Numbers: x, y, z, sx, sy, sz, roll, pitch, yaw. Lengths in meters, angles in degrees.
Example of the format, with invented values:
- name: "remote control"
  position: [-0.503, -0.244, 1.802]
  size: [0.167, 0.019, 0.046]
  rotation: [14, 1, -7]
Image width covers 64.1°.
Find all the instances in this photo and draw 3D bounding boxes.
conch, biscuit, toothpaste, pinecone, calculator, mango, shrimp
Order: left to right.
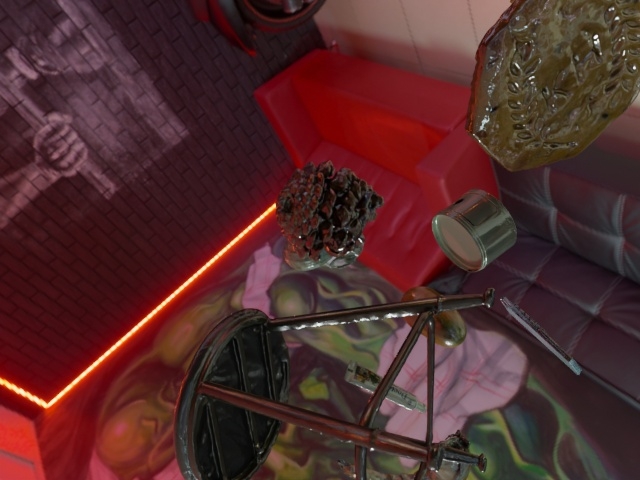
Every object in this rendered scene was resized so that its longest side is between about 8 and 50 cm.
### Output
- name: "conch"
  position: [0.000, 0.000, 1.391]
  size: [0.277, 0.220, 0.195]
  rotation: [58, -171, -40]
- name: "pinecone"
  position: [0.017, -0.050, 0.970]
  size: [0.204, 0.184, 0.179]
  rotation: [22, -167, -45]
- name: "toothpaste"
  position: [0.183, 0.414, 1.417]
  size: [0.255, 0.067, 0.037]
  rotation: [29, 140, -5]
- name: "shrimp"
  position: [0.198, 0.505, 1.112]
  size: [0.068, 0.286, 0.185]
  rotation: [-73, -34, -54]
- name: "mango"
  position: [0.308, 0.210, 1.379]
  size: [0.151, 0.120, 0.221]
  rotation: [36, -177, -46]
- name: "calculator"
  position: [0.369, 0.157, 0.862]
  size: [0.057, 0.018, 0.172]
  rotation: [40, -171, -34]
- name: "biscuit"
  position: [0.389, -0.265, 0.809]
  size: [0.359, 0.359, 0.046]
  rotation: [57, -176, -42]

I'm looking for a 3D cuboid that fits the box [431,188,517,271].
- name: "box"
  position: [0.485, -0.030, 1.624]
  size: [0.226, 0.149, 0.226]
  rotation: [50, 164, 20]

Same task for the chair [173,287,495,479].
- name: "chair"
  position: [0.026, 0.288, 0.795]
  size: [0.409, 0.362, 0.365]
  rotation: [5, 115, 26]

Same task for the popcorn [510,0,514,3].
- name: "popcorn"
  position: [0.480, -0.592, 1.118]
  size: [0.173, 0.173, 0.142]
  rotation: [-156, 63, -66]
